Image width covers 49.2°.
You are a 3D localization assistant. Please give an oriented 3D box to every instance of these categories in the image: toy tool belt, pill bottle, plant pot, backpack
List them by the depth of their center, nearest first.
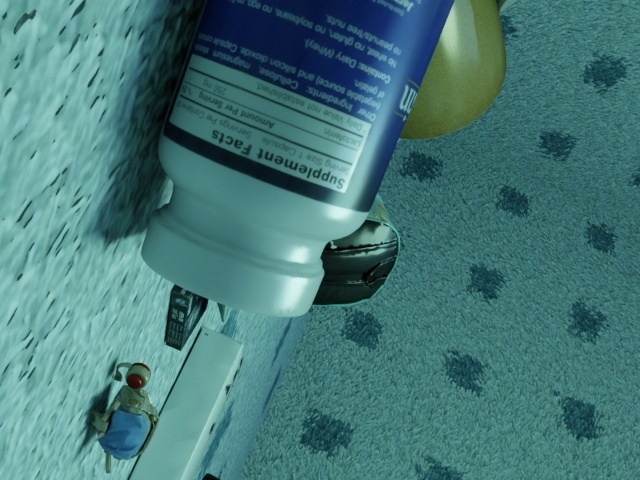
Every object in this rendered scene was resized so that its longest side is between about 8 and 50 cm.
[{"bbox_3d":[-0.019,-0.092,0.467,0.153,0.153,0.265,-44,157,-79],"label":"pill bottle"},{"bbox_3d":[-0.160,0.147,0.572,0.051,0.052,0.083,-78,-174,-63],"label":"toy tool belt"},{"bbox_3d":[0.115,-0.290,0.865,0.254,0.237,0.237,63,47,-65],"label":"plant pot"},{"bbox_3d":[0.000,0.000,0.892,0.144,0.188,0.166,-105,-152,-53],"label":"backpack"}]

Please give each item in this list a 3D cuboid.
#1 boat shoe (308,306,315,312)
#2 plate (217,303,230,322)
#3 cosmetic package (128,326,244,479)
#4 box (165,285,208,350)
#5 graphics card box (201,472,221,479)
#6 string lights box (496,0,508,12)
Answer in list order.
[{"bbox_3d":[-0.025,0.102,1.754,0.065,0.083,0.183,106,7,-51],"label":"boat shoe"},{"bbox_3d":[-0.087,-0.007,0.738,0.188,0.024,0.188,-166,-90,-86],"label":"plate"},{"bbox_3d":[-0.166,0.234,0.857,0.099,0.060,0.239,98,15,-68],"label":"cosmetic package"},{"bbox_3d":[-0.131,0.061,0.707,0.067,0.018,0.083,-64,174,-49],"label":"box"},{"bbox_3d":[-0.229,0.518,0.916,0.371,0.094,0.233,-61,177,12],"label":"graphics card box"},{"bbox_3d":[0.201,-0.428,0.874,0.076,0.260,0.133,-29,-175,14],"label":"string lights box"}]
